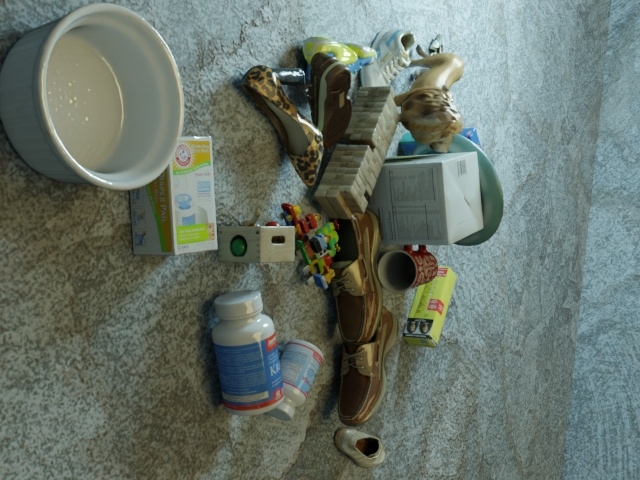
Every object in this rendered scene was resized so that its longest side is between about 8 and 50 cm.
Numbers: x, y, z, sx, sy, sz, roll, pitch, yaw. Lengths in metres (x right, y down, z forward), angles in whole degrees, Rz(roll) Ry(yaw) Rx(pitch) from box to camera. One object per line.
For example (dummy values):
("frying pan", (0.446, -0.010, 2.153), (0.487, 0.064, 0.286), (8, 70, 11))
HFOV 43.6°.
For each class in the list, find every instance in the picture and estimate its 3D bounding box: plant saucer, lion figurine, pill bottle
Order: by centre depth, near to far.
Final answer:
("pill bottle", (-0.144, 0.214, 1.552), (0.124, 0.124, 0.222), (-26, 112, -52))
("pill bottle", (-0.060, 0.298, 1.707), (0.087, 0.087, 0.160), (54, 49, -41))
("lion figurine", (0.286, -0.391, 2.054), (0.142, 0.240, 0.392), (48, 51, -38))
("plant saucer", (0.336, -0.126, 2.088), (0.043, 0.317, 0.318), (-27, 113, -34))

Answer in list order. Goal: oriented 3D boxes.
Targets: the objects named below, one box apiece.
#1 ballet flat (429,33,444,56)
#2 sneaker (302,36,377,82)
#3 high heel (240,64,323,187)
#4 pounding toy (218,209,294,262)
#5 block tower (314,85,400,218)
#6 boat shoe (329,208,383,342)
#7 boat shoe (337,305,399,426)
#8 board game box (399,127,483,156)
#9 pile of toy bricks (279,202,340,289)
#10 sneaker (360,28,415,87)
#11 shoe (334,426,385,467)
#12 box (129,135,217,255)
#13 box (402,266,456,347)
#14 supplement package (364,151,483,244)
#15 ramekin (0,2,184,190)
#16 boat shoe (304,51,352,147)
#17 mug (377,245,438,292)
("ballet flat", (0.332, -0.542, 2.303), (0.041, 0.041, 0.114), (8, 83, -55))
("sneaker", (0.039, -0.397, 1.854), (0.240, 0.091, 0.126), (-5, 107, -48))
("high heel", (-0.087, -0.231, 1.660), (0.186, 0.093, 0.261), (-15, 96, -52))
("pounding toy", (-0.127, -0.007, 1.567), (0.141, 0.130, 0.100), (-1, 91, -55))
("block tower", (0.095, -0.209, 1.879), (0.097, 0.090, 0.336), (56, 47, -48))
("boat shoe", (0.066, 0.076, 1.874), (0.119, 0.122, 0.324), (15, 70, -49))
("boat shoe", (0.094, 0.285, 1.917), (0.116, 0.123, 0.324), (51, 41, -38))
("board game box", (0.336, -0.221, 2.162), (0.047, 0.210, 0.160), (-58, 136, -38))
("pile of toy bricks", (0.000, 0.000, 1.749), (0.105, 0.118, 0.212), (-36, 122, -27))
("sneaker", (0.169, -0.447, 2.020), (0.087, 0.092, 0.229), (49, 54, -46))
("shoe", (0.111, 0.519, 1.984), (0.219, 0.058, 0.077), (39, 60, -49))
("box", (-0.258, -0.080, 1.399), (0.114, 0.103, 0.203), (-8, 98, -55))
("box", (0.306, 0.184, 2.237), (0.058, 0.087, 0.232), (50, 52, -43))
("supplement package", (0.233, -0.104, 1.968), (0.199, 0.262, 0.198), (-20, 107, -53))
("ramekin", (-0.354, -0.213, 1.232), (0.277, 0.135, 0.277), (0, 90, -55))
("boat shoe", (0.012, -0.313, 1.763), (0.095, 0.095, 0.257), (-36, 157, -24))
("mug", (0.249, 0.064, 2.113), (0.150, 0.113, 0.169), (-50, 158, 22))
